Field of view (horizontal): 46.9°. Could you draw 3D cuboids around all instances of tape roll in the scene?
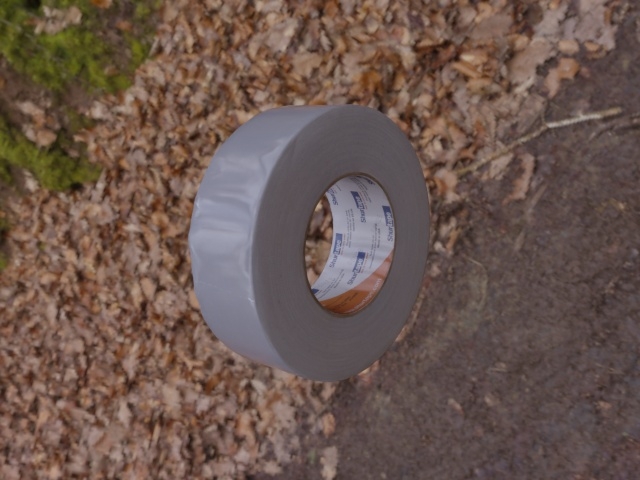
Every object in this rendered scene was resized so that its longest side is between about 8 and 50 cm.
[{"bbox_3d":[0.000,0.000,0.602,0.072,0.219,0.219,9,78,42],"label":"tape roll"}]
